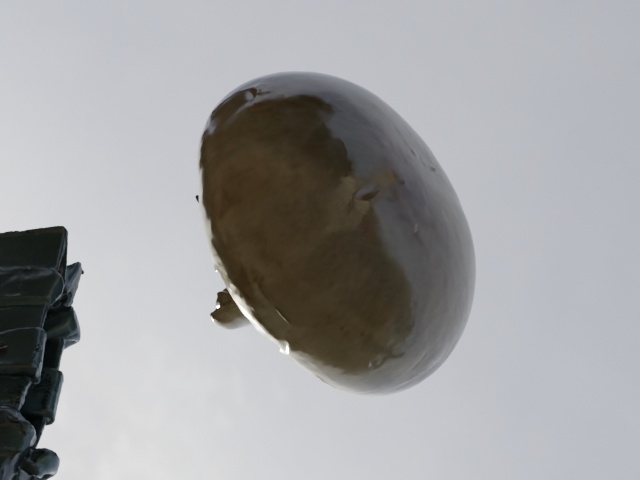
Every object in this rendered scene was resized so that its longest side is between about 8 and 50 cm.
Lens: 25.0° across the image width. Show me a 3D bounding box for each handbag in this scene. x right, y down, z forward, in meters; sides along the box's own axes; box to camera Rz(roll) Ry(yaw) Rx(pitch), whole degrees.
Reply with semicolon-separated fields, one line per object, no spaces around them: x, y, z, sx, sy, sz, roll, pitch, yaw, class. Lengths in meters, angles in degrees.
-0.229;0.085;0.845;0.179;0.229;0.062;-7;-49;10;handbag

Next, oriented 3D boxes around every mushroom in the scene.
0.000;0.000;0.943;0.178;0.226;0.226;-32;-92;13;mushroom
